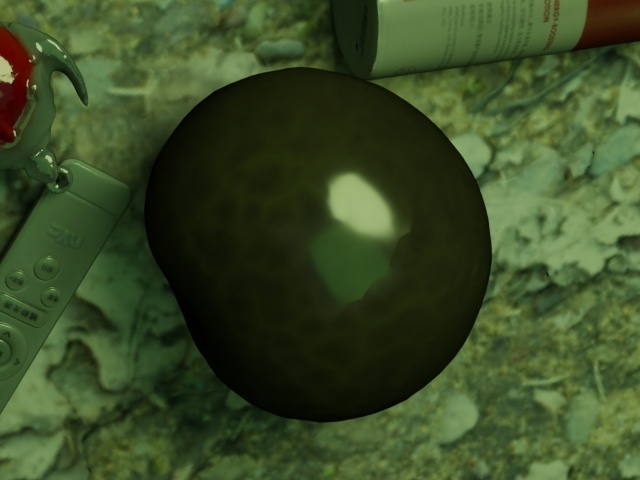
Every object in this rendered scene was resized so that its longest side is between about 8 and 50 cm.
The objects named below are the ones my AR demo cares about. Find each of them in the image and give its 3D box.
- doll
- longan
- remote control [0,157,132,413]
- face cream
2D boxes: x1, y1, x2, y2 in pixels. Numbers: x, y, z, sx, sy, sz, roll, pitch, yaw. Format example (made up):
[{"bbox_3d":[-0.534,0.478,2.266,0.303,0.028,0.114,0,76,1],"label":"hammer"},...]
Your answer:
[{"bbox_3d":[-0.210,-0.097,1.106,0.195,0.062,0.104,47,72,-16],"label":"doll"},{"bbox_3d":[0.000,0.000,1.134,0.198,0.198,0.212,-33,98,-5],"label":"longan"},{"bbox_3d":[-0.179,0.033,1.175,0.050,0.027,0.184,28,101,-21],"label":"remote control"},{"bbox_3d":[0.120,-0.156,1.168,0.214,0.096,0.096,-9,109,-15],"label":"face cream"}]
